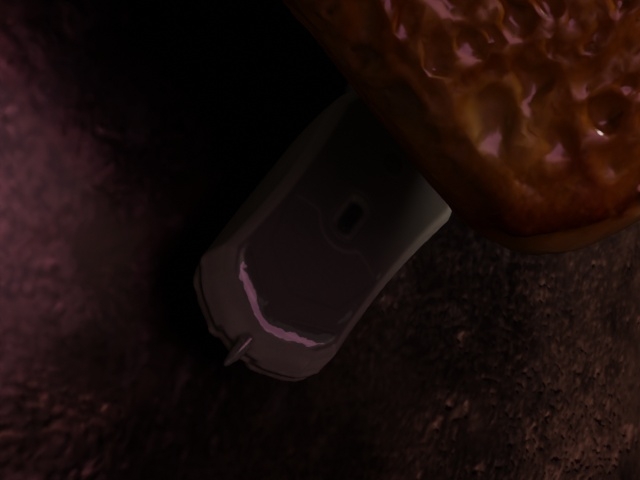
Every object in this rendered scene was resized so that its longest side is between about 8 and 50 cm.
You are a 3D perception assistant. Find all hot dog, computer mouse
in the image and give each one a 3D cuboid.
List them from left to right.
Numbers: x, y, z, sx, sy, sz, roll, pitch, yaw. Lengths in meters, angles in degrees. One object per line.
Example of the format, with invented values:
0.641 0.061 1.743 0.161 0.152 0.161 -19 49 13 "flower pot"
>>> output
0.000 0.000 0.500 0.089 0.056 0.182 44 60 -9 "computer mouse"
0.030 -0.192 0.414 0.185 0.223 0.405 -38 114 11 "hot dog"
